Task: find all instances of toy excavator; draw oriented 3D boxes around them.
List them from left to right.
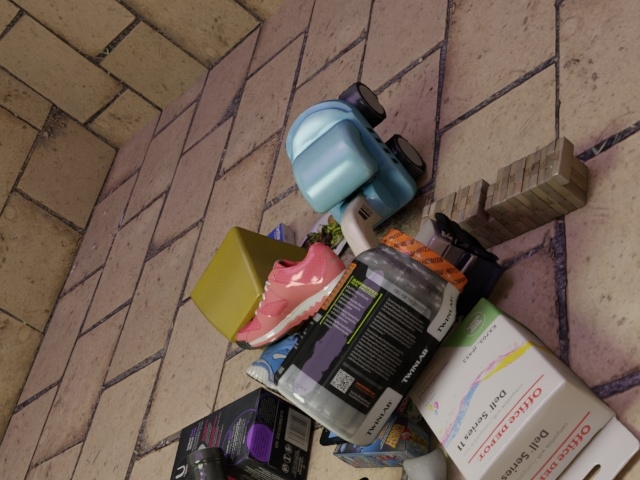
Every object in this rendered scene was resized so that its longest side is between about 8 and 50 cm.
[{"bbox_3d":[0.074,-0.080,2.060,0.222,0.433,0.445,-37,3,23],"label":"toy excavator"}]

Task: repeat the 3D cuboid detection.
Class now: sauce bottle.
[{"bbox_3d":[-0.169,0.536,1.765,0.111,0.111,0.344,-37,58,32],"label":"sauce bottle"}]

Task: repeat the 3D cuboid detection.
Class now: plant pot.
[{"bbox_3d":[-0.133,0.129,2.222,0.212,0.212,0.187,-56,36,22],"label":"plant pot"}]

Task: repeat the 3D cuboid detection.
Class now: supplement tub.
[{"bbox_3d":[0.085,0.151,1.592,0.316,0.193,0.193,-55,26,-3],"label":"supplement tub"}]

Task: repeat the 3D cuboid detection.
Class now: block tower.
[{"bbox_3d":[0.330,-0.064,1.809,0.335,0.097,0.091,-29,36,45],"label":"block tower"}]

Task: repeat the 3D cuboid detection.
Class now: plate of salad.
[{"bbox_3d":[0.000,0.000,2.338,0.200,0.048,0.200,-39,31,29],"label":"plate of salad"}]

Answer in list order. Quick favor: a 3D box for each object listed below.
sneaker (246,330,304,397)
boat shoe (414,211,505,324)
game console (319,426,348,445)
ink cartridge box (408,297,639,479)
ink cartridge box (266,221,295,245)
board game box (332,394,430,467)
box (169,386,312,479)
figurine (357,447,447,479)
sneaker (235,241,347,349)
[{"bbox_3d":[-0.040,0.252,2.013,0.147,0.130,0.330,-61,26,-7],"label":"sneaker"},{"bbox_3d":[0.182,0.127,1.768,0.340,0.158,0.127,-56,15,22],"label":"boat shoe"},{"bbox_3d":[0.032,0.285,1.761,0.144,0.085,0.124,-24,39,51],"label":"game console"},{"bbox_3d":[0.283,0.255,1.469,0.207,0.119,0.353,-52,25,7],"label":"ink cartridge box"},{"bbox_3d":[-0.107,0.053,2.457,0.097,0.046,0.207,-43,28,21],"label":"ink cartridge box"},{"bbox_3d":[0.133,0.313,1.725,0.194,0.060,0.194,3,61,60],"label":"board game box"},{"bbox_3d":[-0.160,0.429,1.983,0.270,0.143,0.165,-32,35,38],"label":"box"},{"bbox_3d":[0.123,0.413,1.533,0.215,0.092,0.209,-22,24,-1],"label":"figurine"},{"bbox_3d":[-0.068,0.109,2.051,0.314,0.136,0.116,-35,0,27],"label":"sneaker"}]
